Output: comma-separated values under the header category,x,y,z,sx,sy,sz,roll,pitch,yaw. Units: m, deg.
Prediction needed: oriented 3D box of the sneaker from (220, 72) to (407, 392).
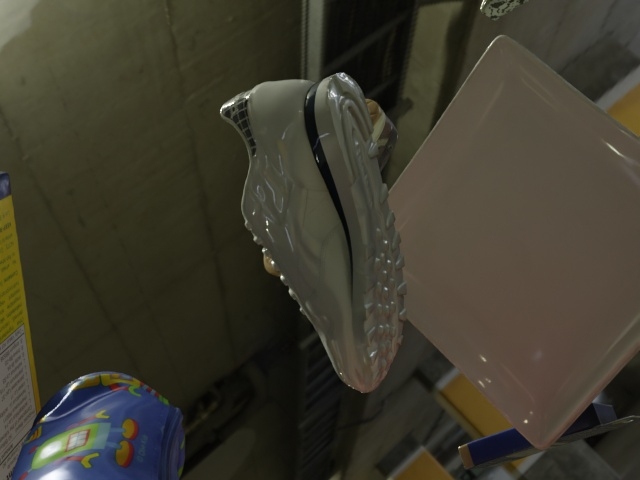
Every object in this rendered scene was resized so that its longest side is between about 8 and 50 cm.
category,x,y,z,sx,sy,sz,roll,pitch,yaw
sneaker,0.000,0.000,0.580,0.090,0.095,0.235,-47,-52,-63

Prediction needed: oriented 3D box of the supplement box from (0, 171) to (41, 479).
category,x,y,z,sx,sy,sz,roll,pitch,yaw
supplement box,-0.436,0.120,0.846,0.194,0.195,0.356,-70,-21,-73

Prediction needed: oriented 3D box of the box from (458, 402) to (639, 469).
category,x,y,z,sx,sy,sz,roll,pitch,yaw
box,0.311,0.256,1.081,0.225,0.036,0.136,-24,-23,22

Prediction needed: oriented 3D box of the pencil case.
category,x,y,z,sx,sy,sz,roll,pitch,yaw
pencil case,-0.136,0.184,0.492,0.133,0.119,0.306,-25,15,-5

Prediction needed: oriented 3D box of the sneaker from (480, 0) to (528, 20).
category,x,y,z,sx,sy,sz,roll,pitch,yaw
sneaker,0.155,-0.431,0.946,0.182,0.410,0.158,-36,12,17

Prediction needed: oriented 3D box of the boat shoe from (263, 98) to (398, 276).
category,x,y,z,sx,sy,sz,roll,pitch,yaw
boat shoe,0.022,-0.063,1.166,0.092,0.103,0.285,31,-92,-38

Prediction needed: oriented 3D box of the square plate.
category,x,y,z,sx,sy,sz,roll,pitch,yaw
square plate,0.239,0.001,0.936,0.049,0.347,0.344,-6,-44,-55
